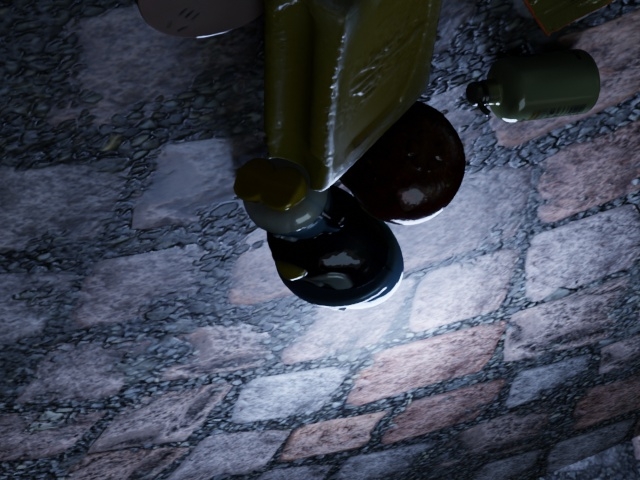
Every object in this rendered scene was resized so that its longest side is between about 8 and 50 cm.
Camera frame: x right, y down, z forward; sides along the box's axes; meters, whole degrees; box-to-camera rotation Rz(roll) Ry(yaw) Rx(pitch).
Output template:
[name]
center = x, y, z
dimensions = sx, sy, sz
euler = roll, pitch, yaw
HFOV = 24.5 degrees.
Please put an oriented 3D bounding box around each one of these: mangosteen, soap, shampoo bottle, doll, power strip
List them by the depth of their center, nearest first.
[power strip]
center = -0.101, -0.258, 1.343
dimensions = 0.154, 0.078, 0.154
euler = -16, 153, -8
[soap]
center = 0.036, -0.202, 1.448
dimensions = 0.199, 0.091, 0.315
euler = -47, 164, -24
[shampoo bottle]
center = 0.246, -0.181, 1.744
dimensions = 0.162, 0.079, 0.079
euler = -8, 152, -22
[mangosteen]
center = 0.085, -0.079, 1.749
dimensions = 0.156, 0.146, 0.181
euler = 33, 139, -18
[doll]
center = 0.000, 0.000, 1.833
dimensions = 0.141, 0.177, 0.314
euler = -63, 145, -13

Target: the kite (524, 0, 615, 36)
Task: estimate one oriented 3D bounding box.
[kite]
center = 0.310, -0.338, 1.560
dimensions = 0.327, 0.013, 0.377
euler = -4, 150, -31
